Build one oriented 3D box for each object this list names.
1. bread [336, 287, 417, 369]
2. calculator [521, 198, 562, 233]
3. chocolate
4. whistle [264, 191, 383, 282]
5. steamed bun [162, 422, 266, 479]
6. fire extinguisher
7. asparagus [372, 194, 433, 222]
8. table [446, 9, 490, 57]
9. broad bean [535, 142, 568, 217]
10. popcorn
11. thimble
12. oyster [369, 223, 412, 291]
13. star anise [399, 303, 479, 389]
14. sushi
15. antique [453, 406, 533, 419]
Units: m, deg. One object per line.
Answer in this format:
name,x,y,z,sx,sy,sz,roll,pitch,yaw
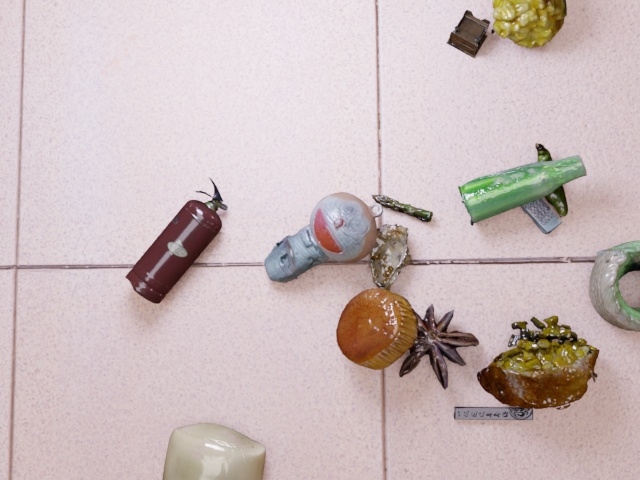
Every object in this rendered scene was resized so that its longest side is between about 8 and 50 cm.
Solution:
bread,0.130,0.210,1.495,0.199,0.104,0.199,-18,60,34
calculator,0.533,-0.093,1.565,0.057,0.018,0.172,-40,82,0
chocolate,0.489,-0.134,1.500,0.291,0.110,0.110,-19,84,17
whistle,0.000,0.000,1.543,0.347,0.189,0.189,-30,83,14
steamed bun,-0.267,0.563,1.523,0.249,0.155,0.200,12,87,3
fire extinguisher,-0.357,-0.004,1.588,0.337,0.135,0.114,-50,55,-1
asparagus,0.207,-0.086,1.585,0.165,0.036,0.030,21,80,7
table,0.379,-0.529,1.579,0.083,0.082,0.070,32,89,8
broad bean,0.574,-0.154,1.548,0.046,0.061,0.196,-17,97,35
popcorn,0.511,-0.585,1.528,0.169,0.218,0.189,-18,64,40
thimble,0.747,0.106,1.462,0.218,0.150,0.219,0,86,5
oyster,0.177,0.045,1.570,0.105,0.056,0.177,-2,80,21
star anise,0.276,0.255,1.532,0.236,0.093,0.229,-11,79,1
sushi,0.520,0.296,1.474,0.296,0.167,0.179,-12,107,11
antique,0.428,0.429,1.536,0.191,0.015,0.031,-1,85,5
